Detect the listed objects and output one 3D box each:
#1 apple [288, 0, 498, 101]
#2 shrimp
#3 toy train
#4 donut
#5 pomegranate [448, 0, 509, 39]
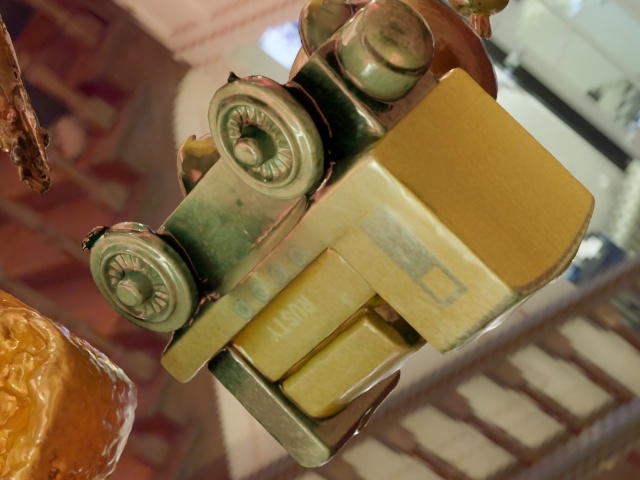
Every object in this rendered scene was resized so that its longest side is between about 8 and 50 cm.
[{"bbox_3d":[0.062,-0.141,1.620,0.196,0.157,0.196,-27,-3,-2],"label":"apple"},{"bbox_3d":[-0.275,-0.133,1.281,0.143,0.052,0.251,-37,75,36],"label":"shrimp"},{"bbox_3d":[0.000,0.000,1.242,0.160,0.253,0.397,-47,2,-41],"label":"toy train"},{"bbox_3d":[-0.340,0.068,1.391,0.163,0.435,0.377,-58,13,-6],"label":"donut"},{"bbox_3d":[0.169,-0.267,1.909,0.084,0.073,0.073,-64,25,6],"label":"pomegranate"}]
